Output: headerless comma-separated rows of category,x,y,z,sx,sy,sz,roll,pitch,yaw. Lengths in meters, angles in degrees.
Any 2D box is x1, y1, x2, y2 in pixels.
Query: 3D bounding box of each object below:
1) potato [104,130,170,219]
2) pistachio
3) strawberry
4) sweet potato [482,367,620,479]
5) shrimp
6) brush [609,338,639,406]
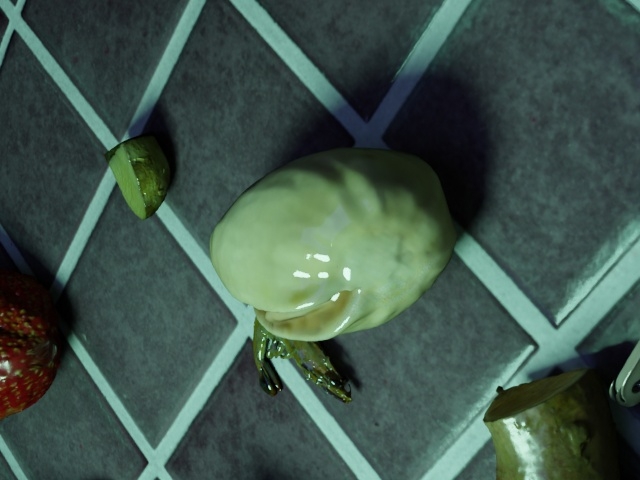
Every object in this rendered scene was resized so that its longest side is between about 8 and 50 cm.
potato,-0.226,-0.083,1.409,0.096,0.066,0.103,-11,101,66
pistachio,0.000,0.000,1.148,0.318,0.214,0.193,-8,136,50
strawberry,-0.511,0.168,1.603,0.288,0.238,0.250,3,105,32
sweet potato,0.243,0.293,1.024,0.131,0.131,0.336,-16,86,43
shrimp,-0.033,0.156,1.303,0.178,0.034,0.124,47,129,27
brush,0.319,0.012,0.946,0.067,0.072,0.312,55,136,49
